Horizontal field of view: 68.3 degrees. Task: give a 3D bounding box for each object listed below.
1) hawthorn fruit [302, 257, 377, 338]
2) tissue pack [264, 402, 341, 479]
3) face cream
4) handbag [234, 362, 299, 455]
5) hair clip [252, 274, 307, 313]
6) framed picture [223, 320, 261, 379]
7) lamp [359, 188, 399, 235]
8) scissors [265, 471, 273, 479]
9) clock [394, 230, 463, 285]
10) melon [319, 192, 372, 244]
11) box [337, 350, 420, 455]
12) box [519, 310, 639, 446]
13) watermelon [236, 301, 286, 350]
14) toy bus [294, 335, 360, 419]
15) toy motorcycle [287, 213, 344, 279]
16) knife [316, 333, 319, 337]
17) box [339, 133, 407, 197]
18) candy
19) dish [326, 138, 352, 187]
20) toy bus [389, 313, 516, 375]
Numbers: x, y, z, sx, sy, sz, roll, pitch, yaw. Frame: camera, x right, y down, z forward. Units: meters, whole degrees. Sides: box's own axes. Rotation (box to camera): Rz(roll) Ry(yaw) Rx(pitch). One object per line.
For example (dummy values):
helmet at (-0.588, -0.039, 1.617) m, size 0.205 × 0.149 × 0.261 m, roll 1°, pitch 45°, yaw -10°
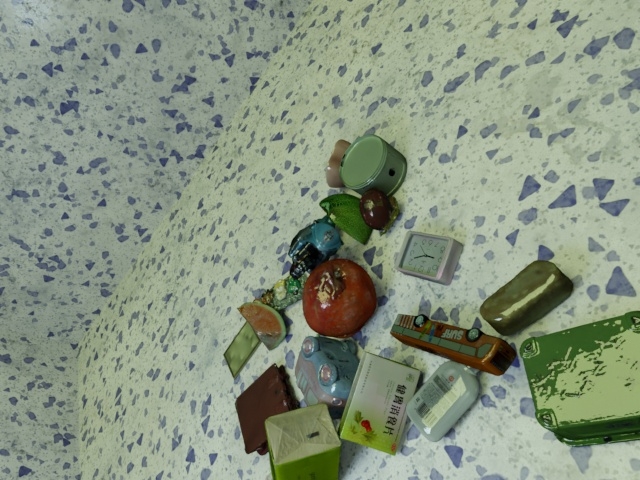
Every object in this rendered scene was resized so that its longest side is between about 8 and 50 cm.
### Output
hawthorn fruit at (0.063, 0.175, 1.613) m, size 0.275 × 0.307 × 0.276 m, roll -1°, pitch 51°, yaw 2°
tissue pack at (-0.056, 0.661, 1.455) m, size 0.167 × 0.200 × 0.275 m, roll -116°, pitch 21°, yaw -46°
face cream at (0.367, 0.415, 1.323) m, size 0.291 × 0.071 × 0.144 m, roll -53°, pitch 39°, yaw 6°
handbag at (-0.207, 0.651, 1.825) m, size 0.275 × 0.084 × 0.260 m, roll -47°, pitch 39°, yaw 18°
hair clip at (-0.194, 0.244, 2.022) m, size 0.321 × 0.091 × 0.138 m, roll -38°, pitch 48°, yaw 29°
framed picture at (-0.355, 0.485, 2.128) m, size 0.231 × 0.010 × 0.173 m, roll -54°, pitch 40°, yaw 11°
lamp at (0.217, -0.118, 1.732) m, size 0.134 × 0.157 × 0.156 m, roll -22°, pitch 46°, yaw 16°
scissors at (-0.181, 0.862, 1.718) m, size 0.176 × 0.022 × 0.085 m, roll -52°, pitch 42°, yaw 8°
clock at (0.352, 0.052, 1.551) m, size 0.197 × 0.063 × 0.150 m, roll 14°, pitch 81°, yaw 50°
melon at (0.101, -0.123, 1.841) m, size 0.129 × 0.169 × 0.265 m, roll -50°, pitch 42°, yaw 13°
box at (0.175, 0.485, 1.416) m, size 0.062 × 0.175 × 0.261 m, roll 130°, pitch 159°, yaw -80°
box at (0.620, 0.295, 1.031) m, size 0.328 × 0.177 × 0.253 m, roll -28°, pitch 49°, yaw 35°
watermelon at (-0.243, 0.363, 1.990) m, size 0.231 × 0.128 × 0.146 m, roll 43°, pitch 146°, yaw 29°
toy bus at (0.028, 0.471, 1.588) m, size 0.294 × 0.197 × 0.232 m, roll 47°, pitch 115°, yaw 48°
toy motorcycle at (0.000, 0.000, 1.812) m, size 0.232 × 0.172 × 0.416 m, roll -48°, pitch 5°, yaw 23°
knife at (-0.005, 0.446, 1.763) m, size 0.030 × 0.014 × 0.207 m, roll -30°, pitch 50°, yaw 32°
box at (0.202, -0.279, 1.833) m, size 0.226 × 0.149 × 0.226 m, roll -24°, pitch 54°, yaw 38°
candy at (0.543, 0.154, 1.254) m, size 0.234 × 0.104 × 0.102 m, roll -46°, pitch 37°, yaw 19°
dish at (0.105, -0.315, 1.976) m, size 0.090 × 0.213 × 0.213 m, roll 18°, pitch 82°, yaw 17°
toy bus at (0.356, 0.281, 1.332) m, size 0.092 × 0.093 × 0.408 m, roll -59°, pitch 24°, yaw -14°
